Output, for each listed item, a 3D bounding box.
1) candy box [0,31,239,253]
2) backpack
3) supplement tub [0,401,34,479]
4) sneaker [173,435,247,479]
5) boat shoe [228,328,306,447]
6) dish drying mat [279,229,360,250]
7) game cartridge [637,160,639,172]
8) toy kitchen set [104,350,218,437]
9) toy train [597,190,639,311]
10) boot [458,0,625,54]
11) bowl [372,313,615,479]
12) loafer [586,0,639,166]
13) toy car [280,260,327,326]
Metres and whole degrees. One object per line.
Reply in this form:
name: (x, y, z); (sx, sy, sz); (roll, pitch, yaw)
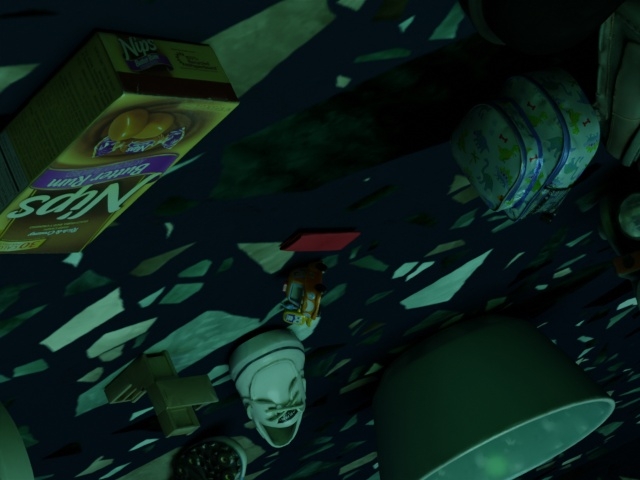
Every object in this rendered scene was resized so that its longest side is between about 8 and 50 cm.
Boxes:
candy box: (-0.155, -0.059, 1.056); (0.186, 0.053, 0.109); (-38, 158, 33)
backpack: (0.171, -0.082, 1.319); (0.084, 0.105, 0.114); (-12, 150, -37)
supplement tub: (-0.401, 0.218, 1.166); (0.331, 0.241, 0.241); (-5, 151, -45)
sneaker: (-0.131, 0.292, 1.931); (0.086, 0.085, 0.237); (-45, 169, -35)
boat shoe: (-0.044, 0.162, 1.700); (0.083, 0.076, 0.226); (-25, 160, -6)
dish drying mat: (0.000, 0.000, 1.454); (0.083, 0.008, 0.032); (-3, 150, -49)
game cartridge: (0.472, -0.145, 1.412); (0.230, 0.068, 0.355); (16, 124, -39)
toy kitchen set: (-0.152, 0.161, 1.554); (0.068, 0.083, 0.075); (-3, 150, -46)
toy train: (0.417, 0.031, 1.746); (0.142, 0.190, 0.334); (-22, 164, 25)
boot: (0.226, -0.156, 0.972); (0.131, 0.260, 0.348); (-14, 156, -28)
bowl: (0.187, 0.203, 1.959); (0.311, 0.163, 0.311); (-24, 160, -9)
loafer: (0.266, -0.146, 1.348); (0.096, 0.084, 0.267); (-55, 169, -13)
toy car: (-0.022, 0.065, 1.526); (0.040, 0.060, 0.122); (10, 145, -5)
